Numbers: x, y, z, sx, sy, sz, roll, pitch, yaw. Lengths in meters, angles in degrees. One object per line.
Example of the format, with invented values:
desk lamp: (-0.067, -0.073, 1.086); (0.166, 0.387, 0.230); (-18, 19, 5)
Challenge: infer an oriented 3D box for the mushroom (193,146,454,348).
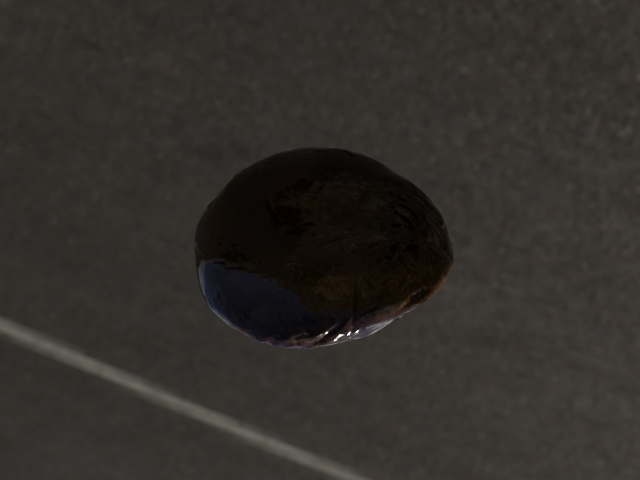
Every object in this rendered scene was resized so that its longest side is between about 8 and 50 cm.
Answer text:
mushroom: (0.000, 0.000, 0.864); (0.123, 0.123, 0.052); (12, 134, 27)
